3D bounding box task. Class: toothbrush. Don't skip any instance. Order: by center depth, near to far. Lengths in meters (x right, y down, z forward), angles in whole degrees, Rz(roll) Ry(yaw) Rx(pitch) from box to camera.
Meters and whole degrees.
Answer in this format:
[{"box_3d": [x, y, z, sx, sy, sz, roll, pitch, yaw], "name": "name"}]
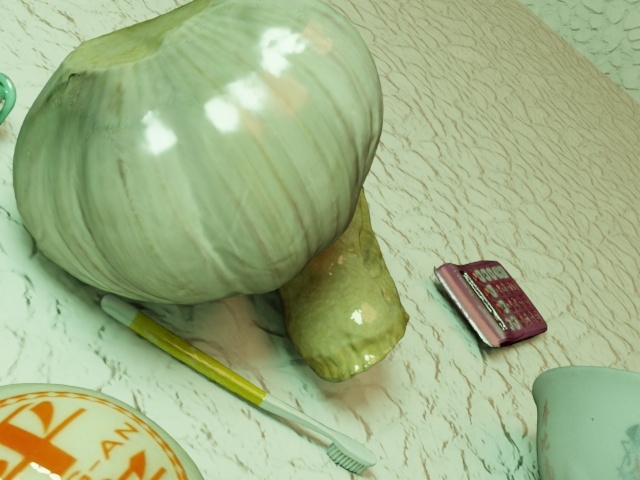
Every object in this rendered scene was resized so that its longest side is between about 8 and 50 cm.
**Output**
[{"box_3d": [-0.072, 0.130, 0.848, 0.288, 0.024, 0.021, 34, 29, -11], "name": "toothbrush"}]

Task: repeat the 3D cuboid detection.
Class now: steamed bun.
[{"box_3d": [-0.156, 0.172, 0.542, 0.232, 0.145, 0.232, 22, 29, -13], "name": "steamed bun"}]

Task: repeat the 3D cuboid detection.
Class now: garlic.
[{"box_3d": [-0.093, -0.068, 0.809, 0.317, 0.317, 0.259, -86, 160, -53], "name": "garlic"}]

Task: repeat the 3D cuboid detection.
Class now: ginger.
[{"box_3d": [0.000, 0.000, 0.985, 0.190, 0.126, 0.354, 50, 15, -47], "name": "ginger"}]

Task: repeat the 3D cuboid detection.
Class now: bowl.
[{"box_3d": [0.342, 0.276, 0.941, 0.345, 0.345, 0.157, 35, 68, -12], "name": "bowl"}]

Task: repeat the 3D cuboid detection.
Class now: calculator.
[{"box_3d": [0.221, 0.082, 1.232, 0.127, 0.034, 0.190, 54, 27, 20], "name": "calculator"}]

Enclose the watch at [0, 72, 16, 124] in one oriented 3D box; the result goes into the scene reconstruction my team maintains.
[{"box_3d": [-0.374, -0.166, 0.799, 0.237, 0.068, 0.195, 37, 17, -16], "name": "watch"}]
